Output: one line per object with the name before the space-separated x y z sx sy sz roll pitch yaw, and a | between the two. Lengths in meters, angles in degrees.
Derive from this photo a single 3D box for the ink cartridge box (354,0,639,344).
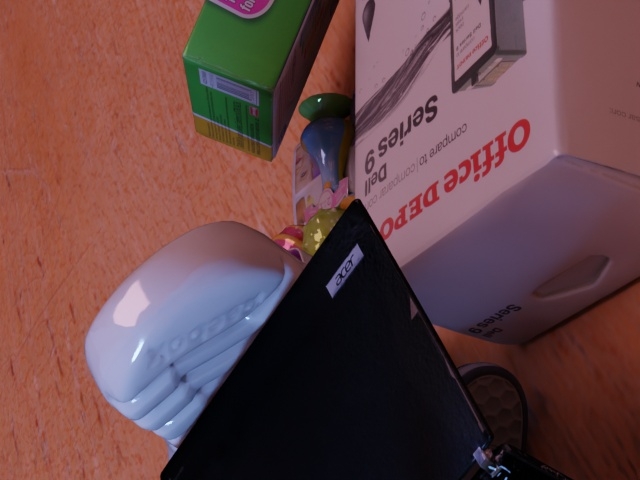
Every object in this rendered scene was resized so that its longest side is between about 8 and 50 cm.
ink cartridge box | 0.120 -0.113 1.121 0.211 0.122 0.289 -39 43 50

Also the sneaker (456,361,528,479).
sneaker | 0.036 0.158 1.172 0.163 0.086 0.226 36 109 59

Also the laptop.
laptop | 0.065 0.156 0.983 0.234 0.264 0.136 -55 11 33

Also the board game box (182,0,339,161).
board game box | -0.003 -0.230 1.331 0.242 0.064 0.316 102 -170 -81

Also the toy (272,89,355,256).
toy | 0.000 0.000 1.366 0.137 0.056 0.237 -41 41 50

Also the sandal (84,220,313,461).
sandal | -0.050 0.064 1.155 0.102 0.169 0.416 52 172 20
